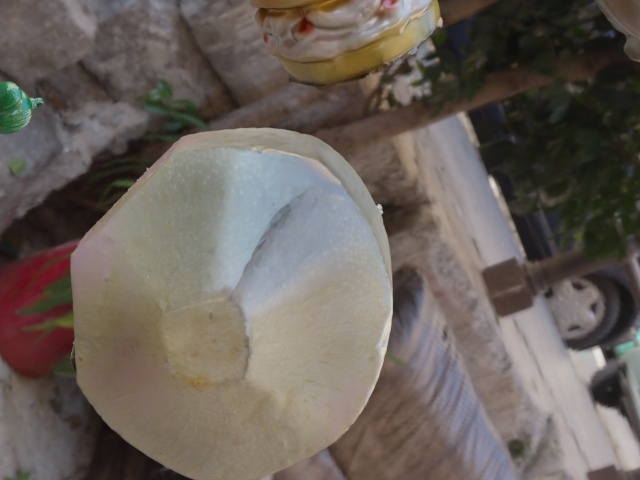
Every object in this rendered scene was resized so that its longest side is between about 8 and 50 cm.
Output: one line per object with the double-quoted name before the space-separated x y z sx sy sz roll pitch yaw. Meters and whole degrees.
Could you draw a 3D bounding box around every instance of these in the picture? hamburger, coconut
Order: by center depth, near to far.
"coconut" -0.081 0.059 0.987 0.352 0.353 0.352 -21 90 -76
"hamburger" 0.024 -0.368 1.404 0.276 0.276 0.237 -88 157 -58

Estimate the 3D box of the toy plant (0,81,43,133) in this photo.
"toy plant" -0.604 -0.246 1.865 0.200 0.143 0.105 -25 81 -32

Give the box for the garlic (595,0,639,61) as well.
"garlic" 0.302 -0.238 0.600 0.286 0.313 0.249 28 7 31
